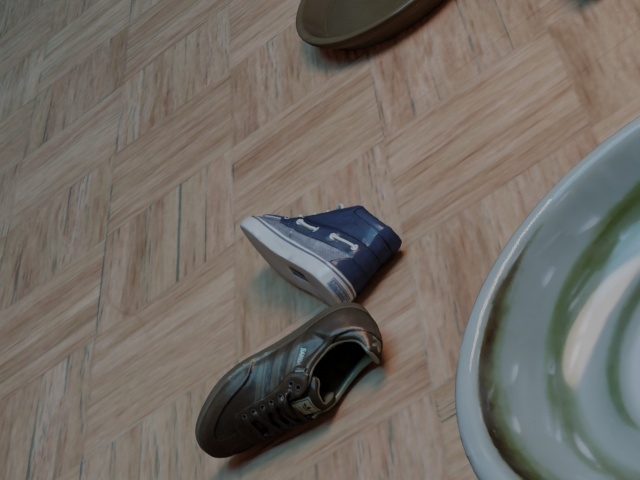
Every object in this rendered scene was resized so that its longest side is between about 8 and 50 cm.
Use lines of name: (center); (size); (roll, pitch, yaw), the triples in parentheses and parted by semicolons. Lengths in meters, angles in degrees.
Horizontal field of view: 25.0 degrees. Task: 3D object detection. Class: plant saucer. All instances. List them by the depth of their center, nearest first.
plant saucer: (0.274, 0.046, 0.914); (0.400, 0.100, 0.400); (-31, 32, 22)
plant saucer: (0.090, -0.320, 1.702); (0.278, 0.041, 0.278); (-32, 30, 21)

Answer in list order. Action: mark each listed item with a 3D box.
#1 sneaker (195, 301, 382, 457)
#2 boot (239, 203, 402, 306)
sneaker: (-0.028, 0.127, 1.229); (0.188, 0.066, 0.071); (-42, 29, 5)
boot: (0.000, 0.000, 1.375); (0.086, 0.069, 0.190); (-42, 36, -12)
